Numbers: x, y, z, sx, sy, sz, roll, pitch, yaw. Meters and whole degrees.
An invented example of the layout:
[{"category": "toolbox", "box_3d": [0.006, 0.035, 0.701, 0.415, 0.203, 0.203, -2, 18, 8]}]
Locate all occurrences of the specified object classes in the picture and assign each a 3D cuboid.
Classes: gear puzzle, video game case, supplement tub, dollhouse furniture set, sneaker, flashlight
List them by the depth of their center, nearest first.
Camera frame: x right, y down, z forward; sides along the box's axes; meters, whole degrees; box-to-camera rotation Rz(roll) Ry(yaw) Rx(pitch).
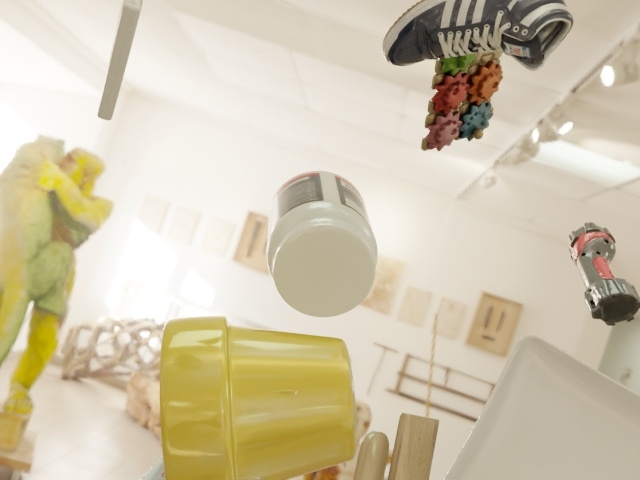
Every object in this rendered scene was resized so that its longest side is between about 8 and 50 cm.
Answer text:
[{"category": "dollhouse furniture set", "box_3d": [-0.013, 0.184, 0.596, 0.151, 0.123, 0.144, 5, -13, 37]}, {"category": "video game case", "box_3d": [-0.198, -0.225, 0.753, 0.019, 0.143, 0.157, 13, -36, -19]}, {"category": "sneaker", "box_3d": [0.238, -0.308, 1.118, 0.282, 0.153, 0.099, -25, -27, 14]}, {"category": "gear puzzle", "box_3d": [0.278, -0.312, 1.313, 0.175, 0.339, 0.044, -20, 45, -27]}, {"category": "supplement tub", "box_3d": [0.000, 0.000, 1.314, 0.191, 0.191, 0.272, 20, 20, -11]}, {"category": "flashlight", "box_3d": [0.597, 0.066, 1.550, 0.103, 0.103, 0.304, 24, 25, -6]}]

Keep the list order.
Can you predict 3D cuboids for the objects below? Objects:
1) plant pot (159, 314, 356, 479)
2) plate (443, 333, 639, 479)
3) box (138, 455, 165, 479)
[{"category": "plant pot", "box_3d": [-0.080, 0.222, 0.988, 0.239, 0.254, 0.254, -3, 0, -5]}, {"category": "plate", "box_3d": [0.297, 0.294, 0.860, 0.277, 0.278, 0.045, 29, -3, 12]}, {"category": "box", "box_3d": [-0.186, 0.437, 1.020, 0.231, 0.127, 0.262, 35, 27, 7]}]
